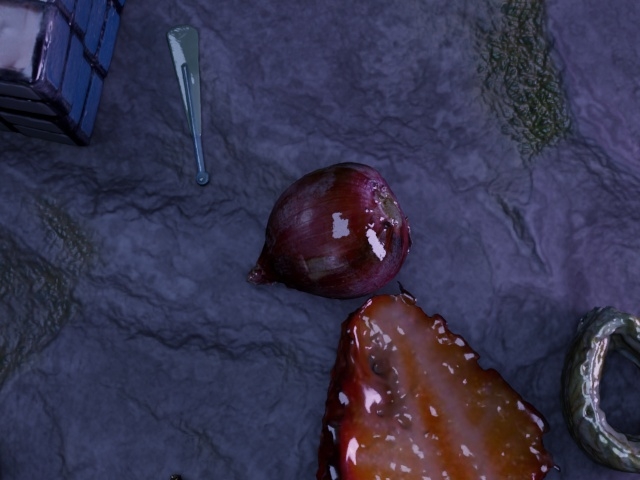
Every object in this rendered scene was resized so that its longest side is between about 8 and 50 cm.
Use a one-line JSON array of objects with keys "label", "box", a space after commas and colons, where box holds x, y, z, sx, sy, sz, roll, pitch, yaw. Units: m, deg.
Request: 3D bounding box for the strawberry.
[{"label": "strawberry", "box": [0.083, 0.228, 1.781, 0.253, 0.150, 0.280, -40, 81, -23]}]

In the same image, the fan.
[{"label": "fan", "box": [-0.149, -0.158, 1.895, 0.038, 0.016, 0.193, -9, 83, -1]}]

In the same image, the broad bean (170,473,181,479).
[{"label": "broad bean", "box": [-0.081, 0.313, 1.824, 0.195, 0.046, 0.061, 13, 87, 6]}]

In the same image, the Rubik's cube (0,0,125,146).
[{"label": "Rubik's cube", "box": [-0.399, -0.319, 1.766, 0.344, 0.337, 0.344, 12, 85, 4]}]

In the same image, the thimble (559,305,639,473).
[{"label": "thimble", "box": [0.332, 0.159, 1.773, 0.137, 0.143, 0.190, -10, 83, 2]}]

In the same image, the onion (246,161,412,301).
[{"label": "onion", "box": [0.000, 0.000, 1.809, 0.195, 0.159, 0.159, -23, 83, 20]}]
